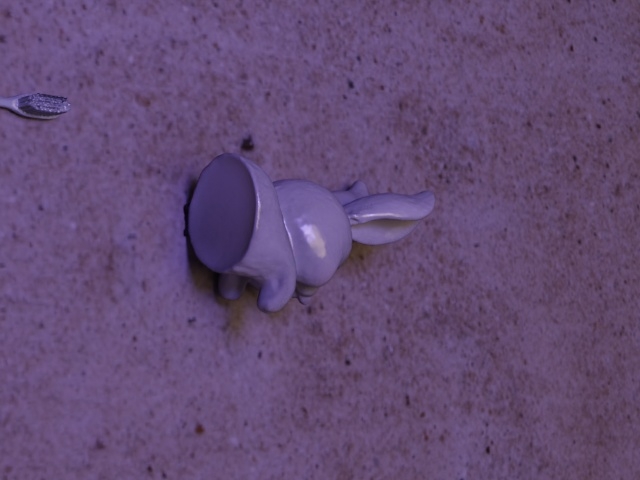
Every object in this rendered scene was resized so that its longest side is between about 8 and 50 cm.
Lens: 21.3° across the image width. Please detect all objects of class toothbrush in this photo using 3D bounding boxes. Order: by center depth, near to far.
[{"bbox_3d":[-0.294,-0.110,1.211,0.276,0.025,0.019,5,82,-44],"label":"toothbrush"}]

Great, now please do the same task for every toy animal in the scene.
[{"bbox_3d":[-0.003,0.000,1.424,0.221,0.104,0.131,5,79,-43],"label":"toy animal"}]
